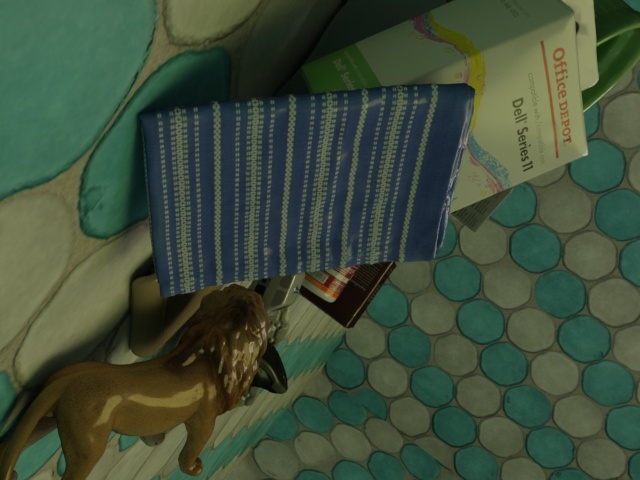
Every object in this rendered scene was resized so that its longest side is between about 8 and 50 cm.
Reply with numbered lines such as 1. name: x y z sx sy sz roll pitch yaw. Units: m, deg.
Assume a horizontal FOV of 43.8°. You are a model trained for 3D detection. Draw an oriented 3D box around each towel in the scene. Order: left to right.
1. towel: -0.010 -0.047 0.831 0.335 0.040 0.243 -8 136 -15

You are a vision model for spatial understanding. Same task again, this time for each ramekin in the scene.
1. ramekin: 0.311 -0.259 1.157 0.303 0.148 0.303 -31 165 -10

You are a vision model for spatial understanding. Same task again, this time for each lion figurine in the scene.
1. lion figurine: -0.220 0.190 0.963 0.392 0.142 0.240 -14 131 -55

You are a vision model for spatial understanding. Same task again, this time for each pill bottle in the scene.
1. pill bottle: 0.041 0.015 1.746 0.221 0.121 0.121 -55 170 2

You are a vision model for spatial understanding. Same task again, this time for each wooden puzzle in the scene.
1. wooden puzzle: -0.166 0.036 1.084 0.238 0.044 0.221 -42 165 -32

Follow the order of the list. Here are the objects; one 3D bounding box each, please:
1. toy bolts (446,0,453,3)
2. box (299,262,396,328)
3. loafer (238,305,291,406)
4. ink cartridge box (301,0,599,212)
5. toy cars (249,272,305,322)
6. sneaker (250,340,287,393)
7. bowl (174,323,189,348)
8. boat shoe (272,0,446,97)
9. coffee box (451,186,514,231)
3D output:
1. toy bolts: 0.240 -0.360 1.150 0.228 0.218 0.159 82 19 -67
2. box: 0.063 0.087 1.955 0.203 0.167 0.168 -54 171 -2
3. loafer: -0.139 0.197 1.614 0.111 0.112 0.320 -105 -147 -53
4. ink cartridge box: 0.181 -0.163 0.920 0.353 0.119 0.207 -24 133 1
5. toy cars: -0.019 -0.001 1.346 0.176 0.087 0.394 98 19 -51
6. sneaker: -0.153 0.241 1.510 0.130 0.087 0.227 -23 145 16
7. bowl: -0.187 0.182 1.288 0.170 0.080 0.170 15 90 -79
8. boat shoe: 0.040 -0.211 1.021 0.306 0.113 0.105 -52 177 0
9. coffee box: 0.201 -0.178 1.335 0.168 0.297 0.119 -46 172 -44
